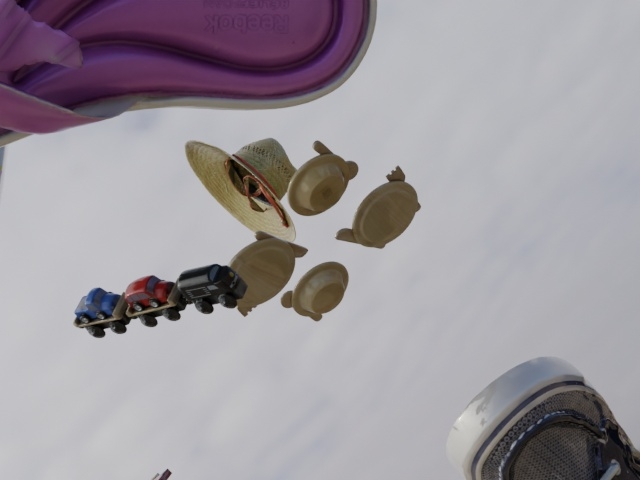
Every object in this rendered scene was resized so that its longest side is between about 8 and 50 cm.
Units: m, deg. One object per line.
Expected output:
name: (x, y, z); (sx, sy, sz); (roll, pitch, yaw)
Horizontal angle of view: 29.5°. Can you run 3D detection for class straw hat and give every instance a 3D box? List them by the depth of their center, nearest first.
straw hat: (-0.056, -0.063, 1.143); (0.061, 0.144, 0.144); (-48, -16, -17)

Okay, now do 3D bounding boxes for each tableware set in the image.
tableware set: (0.000, 0.000, 0.964); (0.169, 0.020, 0.141); (-52, -42, 9)

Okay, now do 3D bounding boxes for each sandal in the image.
sandal: (-0.141, -0.128, 0.659); (0.416, 0.102, 0.170); (-13, -73, -27)

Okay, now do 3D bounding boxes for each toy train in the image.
toy train: (-0.124, 0.043, 0.890); (0.158, 0.036, 0.027); (-14, 39, 32)

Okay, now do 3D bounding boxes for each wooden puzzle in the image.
wooden puzzle: (-0.143, 0.207, 0.958); (0.049, 0.006, 0.083); (-42, 5, 31)

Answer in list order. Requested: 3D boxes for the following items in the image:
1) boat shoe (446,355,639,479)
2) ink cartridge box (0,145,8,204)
boat shoe: (0.227, 0.206, 0.968); (0.127, 0.158, 0.340); (-48, -34, 6)
ink cartridge box: (-0.482, -0.072, 1.540); (0.154, 0.212, 0.093); (4, -42, -12)
